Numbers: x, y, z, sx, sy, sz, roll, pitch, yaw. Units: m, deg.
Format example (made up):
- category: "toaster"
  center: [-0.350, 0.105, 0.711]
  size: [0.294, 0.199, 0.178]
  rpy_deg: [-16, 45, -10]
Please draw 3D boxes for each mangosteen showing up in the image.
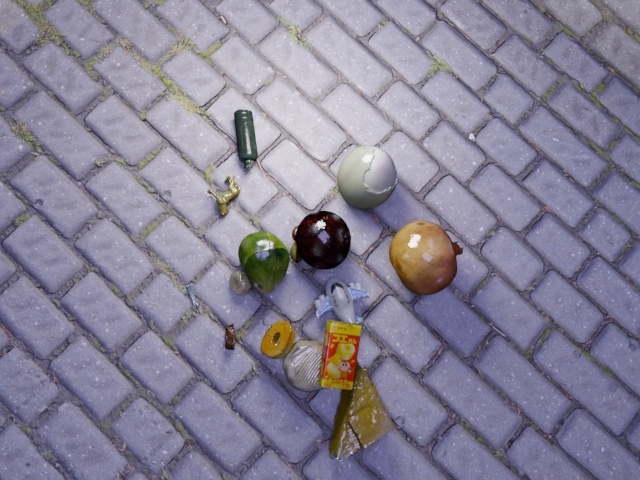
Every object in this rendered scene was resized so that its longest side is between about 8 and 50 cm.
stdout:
- category: "mangosteen"
  center: [0.000, 0.000, 1.858]
  size: [0.288, 0.288, 0.287]
  rpy_deg: [1, 81, -4]

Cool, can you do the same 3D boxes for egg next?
- category: "egg"
  center: [0.221, -0.299, 1.888]
  size: [0.279, 0.336, 0.278]
  rpy_deg: [2, 76, -8]

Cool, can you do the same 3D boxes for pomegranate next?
- category: "pomegranate"
  center: [0.487, 0.073, 1.844]
  size: [0.338, 0.338, 0.338]
  rpy_deg: [1, 81, -4]

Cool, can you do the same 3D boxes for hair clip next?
- category: "hair clip"
  center: [-0.595, 0.257, 1.882]
  size: [0.030, 0.039, 0.115]
  rpy_deg: [-21, 85, -2]

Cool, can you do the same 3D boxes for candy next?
- category: "candy"
  center: [0.081, 0.489, 1.740]
  size: [0.146, 0.088, 0.276]
  rpy_deg: [9, 87, -14]

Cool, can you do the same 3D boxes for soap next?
- category: "soap"
  center: [0.112, 0.738, 1.790]
  size: [0.305, 0.169, 0.338]
  rpy_deg: [-24, 83, -18]

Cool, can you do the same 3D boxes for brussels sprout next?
- category: "brussels sprout"
  center: [-0.253, 0.097, 1.852]
  size: [0.220, 0.210, 0.271]
  rpy_deg: [-8, 104, -29]

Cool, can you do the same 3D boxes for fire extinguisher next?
- category: "fire extinguisher"
  center: [-0.365, -0.483, 1.985]
  size: [0.095, 0.114, 0.311]
  rpy_deg: [-12, 82, 23]

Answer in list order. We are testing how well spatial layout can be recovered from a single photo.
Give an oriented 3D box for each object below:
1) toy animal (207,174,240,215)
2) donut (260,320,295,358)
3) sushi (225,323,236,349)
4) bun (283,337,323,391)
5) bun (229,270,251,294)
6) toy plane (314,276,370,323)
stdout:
- category: "toy animal"
  center: [-0.446, -0.224, 1.963]
  size: [0.181, 0.073, 0.136]
  rpy_deg: [-43, 94, -22]
- category: "donut"
  center: [-0.184, 0.452, 1.830]
  size: [0.178, 0.162, 0.065]
  rpy_deg: [-55, 130, -16]
- category: "sushi"
  center: [-0.411, 0.442, 1.856]
  size: [0.055, 0.052, 0.120]
  rpy_deg: [-3, 81, -5]
- category: "bun"
  center: [-0.054, 0.554, 1.820]
  size: [0.239, 0.141, 0.239]
  rpy_deg: [1, 88, -13]
- category: "bun"
  center: [-0.369, 0.194, 1.885]
  size: [0.115, 0.069, 0.115]
  rpy_deg: [10, 107, 34]
- category: "toy plane"
  center: [0.102, 0.296, 1.886]
  size: [0.267, 0.122, 0.266]
  rpy_deg: [1, 78, -4]
